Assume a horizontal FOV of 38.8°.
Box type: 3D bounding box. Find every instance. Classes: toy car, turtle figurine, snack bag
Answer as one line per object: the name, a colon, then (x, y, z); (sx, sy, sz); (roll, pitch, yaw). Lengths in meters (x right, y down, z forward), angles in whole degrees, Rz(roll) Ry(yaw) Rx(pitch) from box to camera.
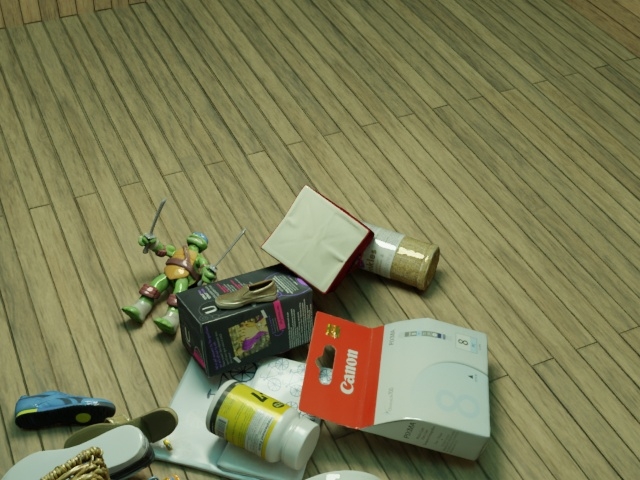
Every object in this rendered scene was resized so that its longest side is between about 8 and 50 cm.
toy car: (-0.315, 0.456, 1.812); (0.060, 0.040, 0.122); (-19, 60, -7)
turtle figurine: (-0.348, 0.063, 2.122); (0.198, 0.275, 0.266); (31, 67, -14)
snack bag: (-0.166, 0.365, 1.944); (0.343, 0.037, 0.323); (11, 44, 11)

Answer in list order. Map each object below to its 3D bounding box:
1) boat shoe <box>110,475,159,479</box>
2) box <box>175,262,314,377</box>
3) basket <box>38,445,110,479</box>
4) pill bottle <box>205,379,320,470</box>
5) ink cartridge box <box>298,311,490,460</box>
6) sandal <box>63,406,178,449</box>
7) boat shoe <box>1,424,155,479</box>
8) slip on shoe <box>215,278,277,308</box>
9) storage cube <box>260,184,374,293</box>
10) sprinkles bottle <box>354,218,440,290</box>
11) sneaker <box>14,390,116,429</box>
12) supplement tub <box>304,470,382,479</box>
boat shoe: (-0.302, 0.521, 1.732); (0.258, 0.109, 0.089); (29, 53, 5)
box: (-0.166, 0.174, 2.039); (0.270, 0.143, 0.165); (-15, 29, -23)
basket: (-0.458, 0.531, 1.556); (0.213, 0.299, 0.223); (-7, 45, -7)
pill bottle: (-0.115, 0.372, 1.825); (0.208, 0.119, 0.119); (22, 46, 19)
ink cartridge box: (0.166, 0.277, 1.928); (0.385, 0.091, 0.308); (17, 38, -4)
sandal: (-0.402, 0.398, 1.878); (0.240, 0.088, 0.079); (-19, 4, 4)
boat shoe: (-0.474, 0.457, 1.787); (0.301, 0.102, 0.108); (-22, 50, -3)
slip on shoe: (-0.160, 0.113, 1.952); (0.135, 0.041, 0.051); (-7, 29, -9)
storage cube: (0.000, 0.000, 2.129); (0.215, 0.193, 0.183); (36, 93, 7)
sprinkles bottle: (0.115, 0.014, 2.275); (0.355, 0.121, 0.121); (18, 45, 17)
sneaker: (-0.540, 0.346, 1.926); (0.209, 0.069, 0.082); (-4, 39, -6)
supplement tub: (0.050, 0.590, 1.552); (0.241, 0.241, 0.331); (-4, 42, -7)
